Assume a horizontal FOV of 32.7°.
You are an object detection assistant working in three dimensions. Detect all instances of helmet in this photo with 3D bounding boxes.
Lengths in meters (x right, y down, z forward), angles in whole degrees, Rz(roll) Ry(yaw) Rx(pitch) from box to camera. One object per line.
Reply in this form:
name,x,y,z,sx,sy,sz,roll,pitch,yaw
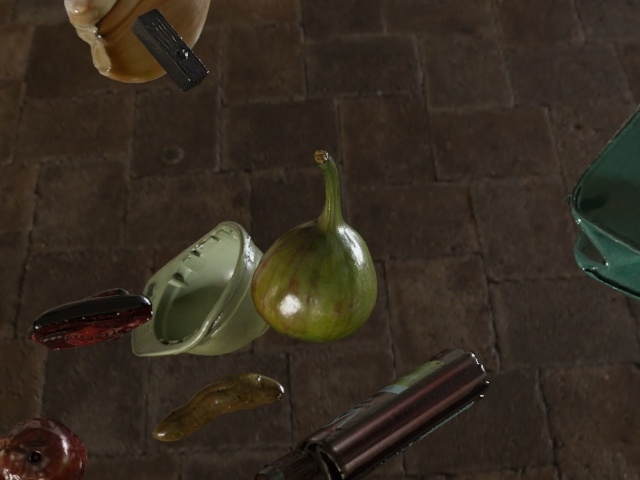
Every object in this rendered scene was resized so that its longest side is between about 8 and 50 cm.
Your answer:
helmet,-0.148,0.098,1.614,0.258,0.137,0.204,-31,39,36

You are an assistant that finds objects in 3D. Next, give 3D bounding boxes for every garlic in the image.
garlic,-0.274,-0.355,1.668,0.228,0.217,0.110,-36,48,-18

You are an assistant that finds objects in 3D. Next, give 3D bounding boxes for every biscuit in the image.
biscuit,-0.300,0.103,1.412,0.151,0.235,0.063,-10,92,-18

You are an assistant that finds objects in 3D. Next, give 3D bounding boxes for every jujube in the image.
jujube,-0.249,0.195,0.979,0.077,0.129,0.077,0,84,-3

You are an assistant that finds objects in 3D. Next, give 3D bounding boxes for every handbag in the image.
handbag,0.398,-0.029,1.019,0.274,0.100,0.268,29,64,27

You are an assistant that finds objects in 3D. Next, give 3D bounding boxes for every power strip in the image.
power strip,-0.189,-0.239,1.370,0.111,0.029,0.038,50,49,1

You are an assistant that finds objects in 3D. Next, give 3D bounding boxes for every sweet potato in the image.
sweet potato,-0.139,0.214,1.439,0.182,0.054,0.053,-22,13,-6

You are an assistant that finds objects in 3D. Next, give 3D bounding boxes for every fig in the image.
fig,0.000,0.000,1.245,0.149,0.245,0.149,6,29,-3

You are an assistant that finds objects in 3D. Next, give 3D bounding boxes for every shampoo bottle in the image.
shampoo bottle,0.064,0.245,1.387,0.323,0.129,0.084,-27,91,-28
